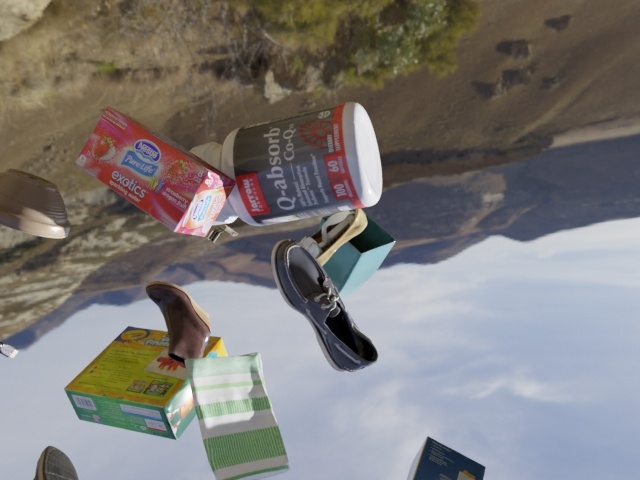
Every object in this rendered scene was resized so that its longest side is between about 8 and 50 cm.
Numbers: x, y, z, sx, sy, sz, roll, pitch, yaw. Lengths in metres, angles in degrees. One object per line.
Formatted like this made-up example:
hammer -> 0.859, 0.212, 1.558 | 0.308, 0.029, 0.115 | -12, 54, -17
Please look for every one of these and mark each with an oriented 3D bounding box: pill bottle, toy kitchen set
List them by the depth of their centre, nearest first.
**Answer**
pill bottle -> -0.073, -0.142, 1.299 | 0.363, 0.210, 0.210 | -10, 179, 17
toy kitchen set -> -0.338, -0.015, 2.220 | 0.068, 0.075, 0.083 | 37, 175, -38

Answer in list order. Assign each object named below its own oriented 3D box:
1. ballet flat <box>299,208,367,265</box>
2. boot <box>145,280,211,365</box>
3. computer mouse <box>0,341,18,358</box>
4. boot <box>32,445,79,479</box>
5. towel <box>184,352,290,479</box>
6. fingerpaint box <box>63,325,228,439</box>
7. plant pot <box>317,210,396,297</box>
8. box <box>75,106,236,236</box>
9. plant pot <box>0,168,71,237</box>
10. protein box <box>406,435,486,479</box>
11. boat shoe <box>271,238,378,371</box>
ballet flat -> 0.000, 0.000, 1.375 | 0.232, 0.073, 0.080 | -41, -129, -15
boot -> -0.429, 0.250, 1.904 | 0.090, 0.206, 0.248 | -34, 123, 27
computer mouse -> -0.710, 0.255, 1.316 | 0.184, 0.060, 0.262 | -18, 148, -10
boot -> -0.807, 0.776, 1.750 | 0.284, 0.138, 0.377 | -40, -142, 1
towel -> -0.208, 0.451, 1.637 | 0.038, 0.324, 0.248 | -33, 155, 36
fingerpaint box -> -0.609, 0.498, 2.298 | 0.445, 0.163, 0.371 | 2, -149, 25
plant pot -> 0.071, 0.056, 1.878 | 0.166, 0.165, 0.234 | -18, 142, -45
box -> -0.306, -0.127, 1.193 | 0.257, 0.128, 0.123 | 33, -174, 17
plant pot -> -0.701, -0.099, 1.515 | 0.237, 0.109, 0.237 | 23, -175, -2
protein box -> 0.362, 0.737, 1.905 | 0.200, 0.135, 0.201 | 26, -149, 10
boat shoe -> 0.011, 0.083, 0.834 | 0.065, 0.206, 0.075 | -13, -158, 49
